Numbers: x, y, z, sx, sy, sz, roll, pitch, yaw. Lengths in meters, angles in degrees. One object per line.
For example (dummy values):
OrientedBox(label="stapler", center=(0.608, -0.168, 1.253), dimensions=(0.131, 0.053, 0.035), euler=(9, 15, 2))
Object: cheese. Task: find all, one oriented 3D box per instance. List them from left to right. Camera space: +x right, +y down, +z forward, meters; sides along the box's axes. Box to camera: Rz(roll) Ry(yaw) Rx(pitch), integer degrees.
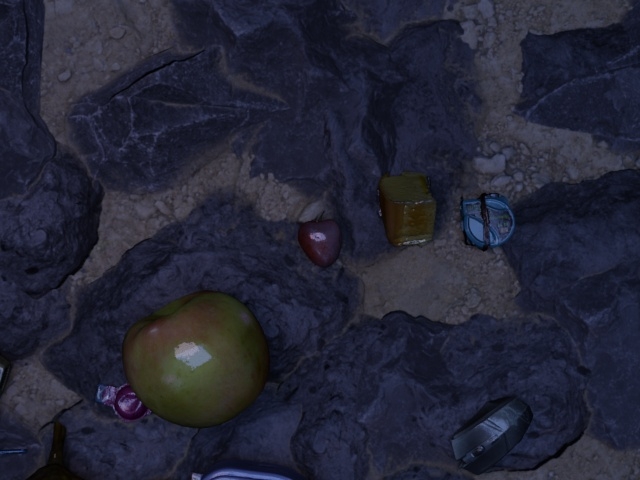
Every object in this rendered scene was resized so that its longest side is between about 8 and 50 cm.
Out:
OrientedBox(label="cheese", center=(-0.472, 0.383, 1.858), dimensions=(0.145, 0.038, 0.095), euler=(15, 85, 4))

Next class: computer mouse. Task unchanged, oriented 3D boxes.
OrientedBox(label="computer mouse", center=(0.419, 0.473, 1.880), dimensions=(0.231, 0.071, 0.126), euler=(-38, 89, -4))

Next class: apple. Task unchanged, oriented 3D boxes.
OrientedBox(label="apple", center=(-0.272, 0.269, 1.744), dimensions=(0.319, 0.319, 0.277), euler=(-27, 101, -4))

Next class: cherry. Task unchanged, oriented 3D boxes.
OrientedBox(label="cherry", center=(0.005, -0.001, 1.880), dimensions=(0.106, 0.087, 0.126), euler=(-31, 86, 0))

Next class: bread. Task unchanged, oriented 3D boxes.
OrientedBox(label="bread", center=(0.213, -0.088, 1.914), dimensions=(0.140, 0.169, 0.160), euler=(-5, 46, -4))

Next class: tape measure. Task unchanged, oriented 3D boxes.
OrientedBox(label="tape measure", center=(0.412, -0.046, 1.906), dimensions=(0.125, 0.081, 0.146), euler=(-5, 87, 0))

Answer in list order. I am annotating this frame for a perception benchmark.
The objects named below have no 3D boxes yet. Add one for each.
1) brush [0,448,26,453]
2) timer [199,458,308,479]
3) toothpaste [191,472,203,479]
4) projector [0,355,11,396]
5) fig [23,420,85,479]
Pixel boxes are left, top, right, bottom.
OrientedBox(label="brush", center=(-0.781, 0.501, 1.833), dimensions=(0.164, 0.051, 0.014), euler=(0, 91, -10))
OrientedBox(label="timer", center=(-0.126, 0.709, 1.788), dimensions=(0.394, 0.173, 0.395), euler=(0, 85, -3))
OrientedBox(label="toothpaste", center=(-0.304, 0.656, 1.855), dimensions=(0.048, 0.031, 0.191), euler=(11, 83, 1))
OrientedBox(label="projector", center=(-0.849, 0.371, 1.814), dimensions=(0.193, 0.088, 0.270), euler=(36, 86, -1))
OrientedBox(label="fig", center=(-0.621, 0.592, 1.762), dimensions=(0.286, 0.286, 0.369), euler=(-12, 57, -4))
